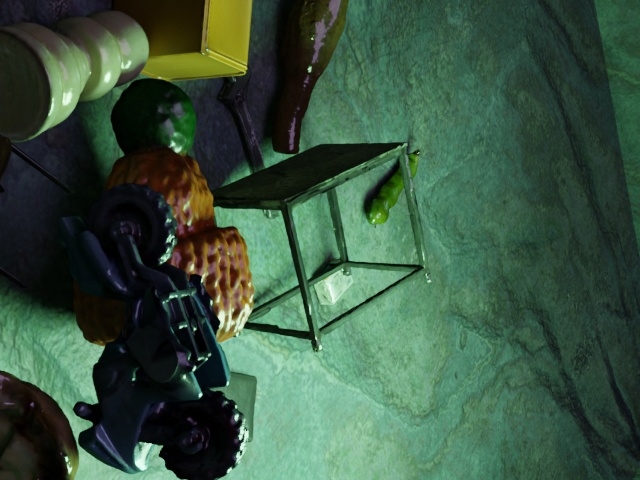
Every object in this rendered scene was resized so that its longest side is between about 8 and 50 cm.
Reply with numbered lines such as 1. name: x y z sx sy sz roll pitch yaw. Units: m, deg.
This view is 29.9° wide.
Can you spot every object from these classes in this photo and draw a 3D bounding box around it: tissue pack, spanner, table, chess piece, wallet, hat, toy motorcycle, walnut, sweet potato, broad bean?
1. tissue pack: -0.214 -0.407 1.920 0.145 0.194 0.275 16 77 -59
2. tissue pack: 0.024 0.081 2.389 0.083 0.042 0.062 -48 128 -43
3. spanner: -0.127 -0.186 2.189 0.093 0.026 0.326 -44 126 -48
4. table: 0.000 0.000 2.161 0.335 0.222 0.272 -27 112 -43
5. chess piece: -0.365 -0.254 1.740 0.299 0.167 0.167 -36 119 -57
6. wallet: -0.194 0.282 2.085 0.244 0.025 0.124 19 74 -52
7. hat: -0.227 -0.039 1.799 0.285 0.285 0.400 -9 105 -55
8. toy motorcycle: -0.253 0.140 1.603 0.416 0.232 0.172 71 18 1
9. walnut: -0.419 0.267 1.621 0.141 0.204 0.238 -68 152 -64
10. sweet potato: -0.029 -0.346 2.268 0.109 0.109 0.385 23 83 -53
11. broad bean: 0.156 -0.110 2.577 0.052 0.053 0.256 39 48 -3

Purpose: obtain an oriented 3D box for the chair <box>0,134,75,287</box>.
1. chair: -0.479 -0.071 1.567 0.247 0.172 0.159 55 48 -49
